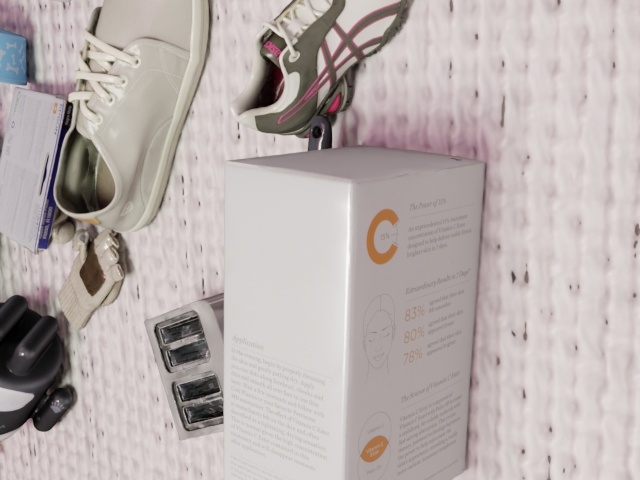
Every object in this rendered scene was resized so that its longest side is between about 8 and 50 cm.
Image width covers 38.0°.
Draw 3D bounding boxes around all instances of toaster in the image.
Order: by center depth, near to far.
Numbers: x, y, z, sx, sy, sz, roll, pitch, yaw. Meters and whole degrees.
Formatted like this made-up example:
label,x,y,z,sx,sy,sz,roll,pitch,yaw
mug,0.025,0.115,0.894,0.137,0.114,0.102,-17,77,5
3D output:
label,x,y,z,sx,sy,sz,roll,pitch,yaw
toaster,-0.120,0.153,1.164,0.185,0.110,0.168,-21,86,42

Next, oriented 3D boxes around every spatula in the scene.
label,x,y,z,sx,sy,sz,roll,pitch,yaw
spatula,0.000,0.000,1.063,0.084,0.030,0.297,21,124,36

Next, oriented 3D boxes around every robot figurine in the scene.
label,x,y,z,sx,sy,sz,roll,pitch,yaw
robot figurine,-0.519,0.209,1.490,0.278,0.173,0.209,-51,59,36

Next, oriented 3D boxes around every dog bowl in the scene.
label,x,y,z,sx,sy,sz,roll,pitch,yaw
dog bowl,-0.570,-0.310,1.438,0.297,0.166,0.074,22,102,37

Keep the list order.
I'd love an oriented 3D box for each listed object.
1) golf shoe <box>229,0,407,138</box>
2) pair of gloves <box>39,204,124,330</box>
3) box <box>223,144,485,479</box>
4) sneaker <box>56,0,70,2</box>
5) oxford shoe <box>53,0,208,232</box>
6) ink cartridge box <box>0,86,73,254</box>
label,x,y,z,sx,sy,sz,roll,pitch,yaw
golf shoe,0.002,-0.220,0.974,0.105,0.120,0.273,45,124,27
pair of gloves,-0.380,-0.004,1.407,0.204,0.042,0.240,-37,73,40
box,0.032,0.088,0.944,0.168,0.215,0.345,13,106,40
sneaker,-0.403,-0.429,1.314,0.083,0.084,0.215,-40,71,34
oxford shoe,-0.253,-0.208,1.197,0.169,0.130,0.449,33,118,34
ink cartridge box,-0.411,-0.104,1.351,0.224,0.045,0.223,21,99,53
